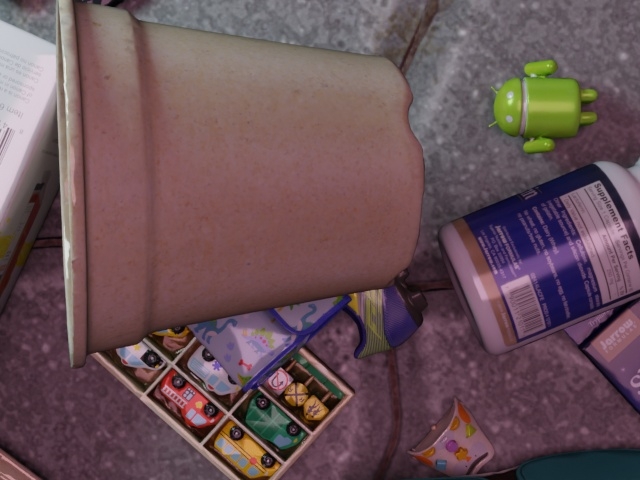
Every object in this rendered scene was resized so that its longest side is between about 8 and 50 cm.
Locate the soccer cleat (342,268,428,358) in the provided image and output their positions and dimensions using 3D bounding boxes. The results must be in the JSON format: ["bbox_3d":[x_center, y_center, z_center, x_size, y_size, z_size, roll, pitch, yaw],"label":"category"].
[{"bbox_3d":[0.000,0.000,1.160,0.121,0.093,0.289,-36,89,4],"label":"soccer cleat"}]

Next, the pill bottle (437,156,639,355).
[{"bbox_3d":[0.271,0.007,1.118,0.264,0.153,0.153,-22,89,2],"label":"pill bottle"}]

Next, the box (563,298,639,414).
[{"bbox_3d":[0.388,0.130,1.172,0.136,0.036,0.225,-43,87,2],"label":"box"}]

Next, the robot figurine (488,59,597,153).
[{"bbox_3d":[0.244,-0.146,1.162,0.115,0.067,0.101,2,92,3],"label":"robot figurine"}]

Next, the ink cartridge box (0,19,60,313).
[{"bbox_3d":[-0.447,-0.071,1.145,0.279,0.160,0.385,25,90,1],"label":"ink cartridge box"}]

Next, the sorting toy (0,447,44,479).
[{"bbox_3d":[-0.362,0.357,1.207,0.208,0.038,0.193,36,91,7],"label":"sorting toy"}]

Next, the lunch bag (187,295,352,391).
[{"bbox_3d":[-0.062,0.066,1.123,0.151,0.096,0.129,-42,83,-1],"label":"lunch bag"}]

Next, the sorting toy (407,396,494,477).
[{"bbox_3d":[0.155,0.234,1.184,0.075,0.045,0.083,40,92,-17],"label":"sorting toy"}]

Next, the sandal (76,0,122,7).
[{"bbox_3d":[-0.191,-0.343,1.187,0.254,0.054,0.097,-41,88,2],"label":"sandal"}]

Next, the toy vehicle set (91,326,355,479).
[{"bbox_3d":[-0.114,0.144,1.193,0.267,0.035,0.166,41,91,2],"label":"toy vehicle set"}]

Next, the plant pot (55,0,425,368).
[{"bbox_3d":[-0.081,-0.061,0.970,0.305,0.334,0.334,-3,90,-15],"label":"plant pot"}]

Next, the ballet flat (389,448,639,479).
[{"bbox_3d":[0.212,0.311,1.132,0.400,0.139,0.139,-5,90,-9],"label":"ballet flat"}]
